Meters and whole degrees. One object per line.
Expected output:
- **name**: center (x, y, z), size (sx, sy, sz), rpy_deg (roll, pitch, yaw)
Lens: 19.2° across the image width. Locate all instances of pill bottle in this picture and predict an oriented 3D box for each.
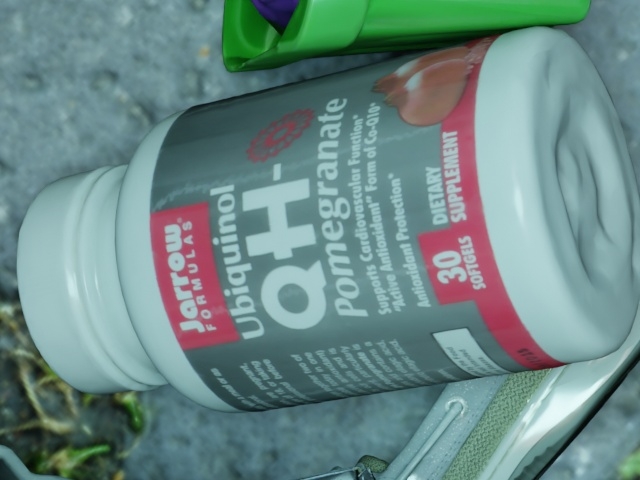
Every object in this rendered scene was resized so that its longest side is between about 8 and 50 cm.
- **pill bottle**: center (0.000, 0.000, 1.035), size (0.318, 0.176, 0.176), rpy_deg (-11, 89, 27)

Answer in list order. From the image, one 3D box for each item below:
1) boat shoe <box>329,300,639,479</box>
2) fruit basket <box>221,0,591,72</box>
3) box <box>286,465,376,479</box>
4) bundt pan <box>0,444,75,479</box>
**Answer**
- **boat shoe**: center (0.071, 0.120, 1.095), size (0.103, 0.118, 0.320), rpy_deg (42, 88, 12)
- **fruit basket**: center (-0.036, -0.280, 1.045), size (0.392, 0.283, 0.392), rpy_deg (0, 92, -13)
- **box**: center (-0.089, 0.273, 0.835), size (0.295, 0.073, 0.293), rpy_deg (-11, 76, -1)
- **bundt pan**: center (-0.237, 0.272, 1.065), size (0.331, 0.124, 0.330), rpy_deg (1, 89, -25)
